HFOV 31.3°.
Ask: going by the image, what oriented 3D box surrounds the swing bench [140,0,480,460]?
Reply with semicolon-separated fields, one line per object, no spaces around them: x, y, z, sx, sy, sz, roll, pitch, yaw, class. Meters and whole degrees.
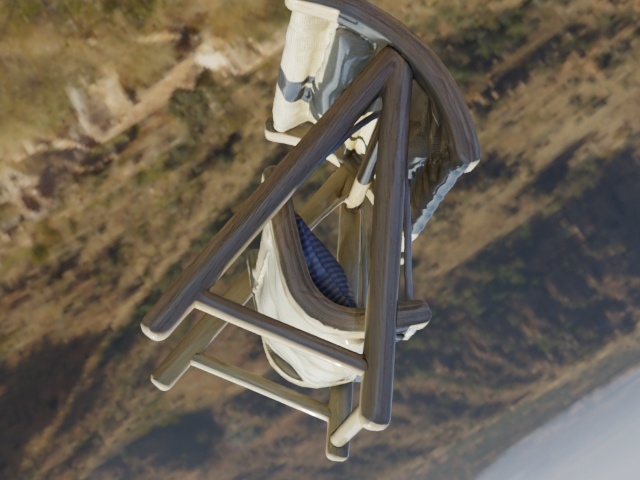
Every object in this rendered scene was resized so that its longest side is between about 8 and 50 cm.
0.000;0.000;0.805;0.253;0.165;0.255;110;3;-74;swing bench
